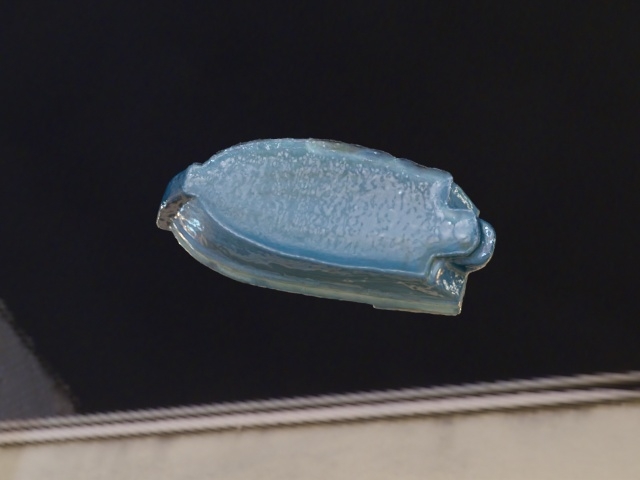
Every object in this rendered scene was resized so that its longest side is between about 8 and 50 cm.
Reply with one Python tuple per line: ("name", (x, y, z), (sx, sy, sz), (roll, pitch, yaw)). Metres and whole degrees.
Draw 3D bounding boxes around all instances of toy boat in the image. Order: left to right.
("toy boat", (0.000, 0.000, 0.785), (0.215, 0.088, 0.102), (10, -26, 9))
